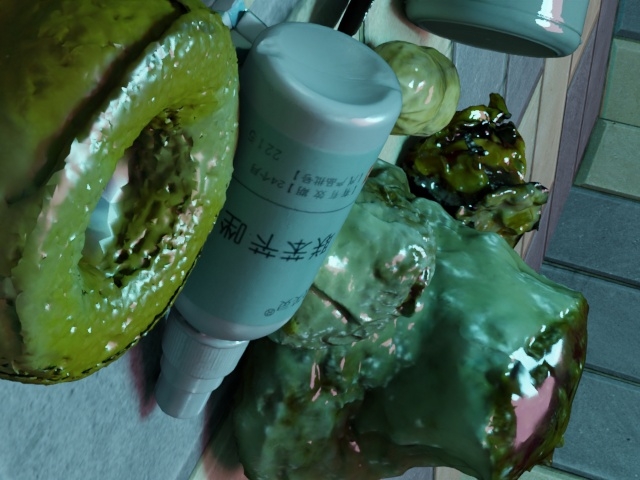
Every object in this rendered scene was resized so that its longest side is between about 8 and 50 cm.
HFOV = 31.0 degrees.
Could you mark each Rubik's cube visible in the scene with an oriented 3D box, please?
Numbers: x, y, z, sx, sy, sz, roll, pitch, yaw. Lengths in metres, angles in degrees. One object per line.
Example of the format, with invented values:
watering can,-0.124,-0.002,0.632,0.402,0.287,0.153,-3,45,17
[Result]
Rubik's cube,-0.074,-0.141,0.810,0.075,0.084,0.073,-45,147,-27

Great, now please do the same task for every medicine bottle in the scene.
medicine bottle,-0.056,0.008,0.863,0.110,0.110,0.352,-51,171,-52

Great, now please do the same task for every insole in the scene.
insole,0.074,-0.304,1.147,0.328,0.007,0.111,-64,-165,-21

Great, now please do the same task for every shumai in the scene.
shumai,0.006,-0.001,1.007,0.142,0.184,0.184,43,64,-70
shumai,0.111,0.116,1.209,0.397,0.323,0.324,-53,151,-48

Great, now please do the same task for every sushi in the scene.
sushi,0.201,-0.080,1.572,0.213,0.204,0.200,-8,149,-32

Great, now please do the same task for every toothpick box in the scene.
toothpick box,0.232,-0.384,1.324,0.229,0.229,0.316,0,104,-72

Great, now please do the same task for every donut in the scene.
donut,-0.133,-0.036,0.676,0.272,0.107,0.272,18,90,-71

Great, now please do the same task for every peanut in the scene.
peanut,0.105,-0.172,1.319,0.103,0.098,0.229,-35,171,17
